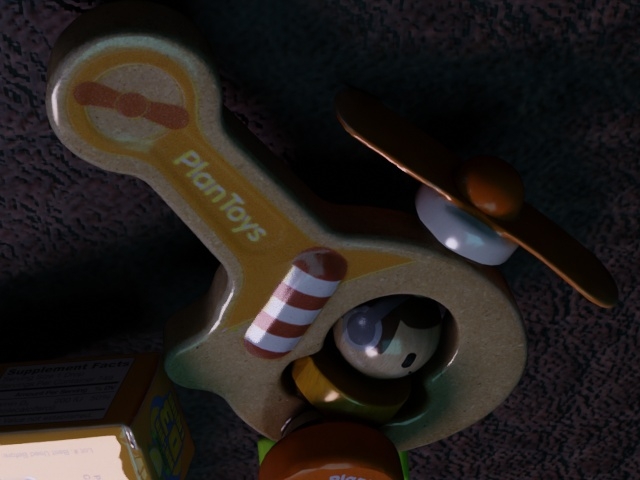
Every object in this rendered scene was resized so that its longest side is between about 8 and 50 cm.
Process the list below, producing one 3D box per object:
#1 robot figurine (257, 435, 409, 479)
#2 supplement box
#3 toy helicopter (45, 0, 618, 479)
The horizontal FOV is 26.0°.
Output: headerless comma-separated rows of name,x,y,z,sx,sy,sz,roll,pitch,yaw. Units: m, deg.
robot figurine,0.009,0.143,0.932,0.101,0.067,0.115,-7,139,12
supplement box,-0.195,0.121,0.799,0.233,0.080,0.078,-4,119,17
toy helicopter,0.000,0.000,0.732,0.235,0.140,0.355,-29,131,17
